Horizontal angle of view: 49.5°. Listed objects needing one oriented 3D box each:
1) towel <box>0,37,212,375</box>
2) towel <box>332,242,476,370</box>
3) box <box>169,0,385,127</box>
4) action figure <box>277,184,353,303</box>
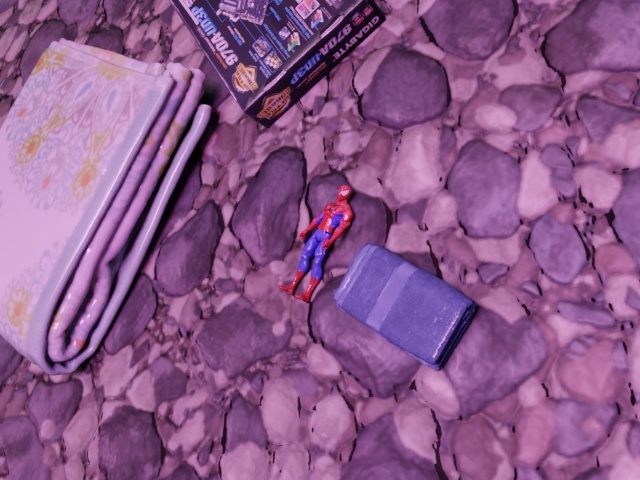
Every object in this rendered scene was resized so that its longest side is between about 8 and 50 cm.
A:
[{"bbox_3d":[-0.312,-0.065,0.854,0.321,0.090,0.374,24,85,42],"label":"towel"},{"bbox_3d":[0.068,0.052,0.578,0.119,0.029,0.067,31,90,39],"label":"towel"},{"bbox_3d":[-0.058,-0.261,0.765,0.175,0.051,0.220,-41,62,13],"label":"box"},{"bbox_3d":[0.000,0.000,0.648,0.038,0.030,0.115,23,82,43],"label":"action figure"}]
